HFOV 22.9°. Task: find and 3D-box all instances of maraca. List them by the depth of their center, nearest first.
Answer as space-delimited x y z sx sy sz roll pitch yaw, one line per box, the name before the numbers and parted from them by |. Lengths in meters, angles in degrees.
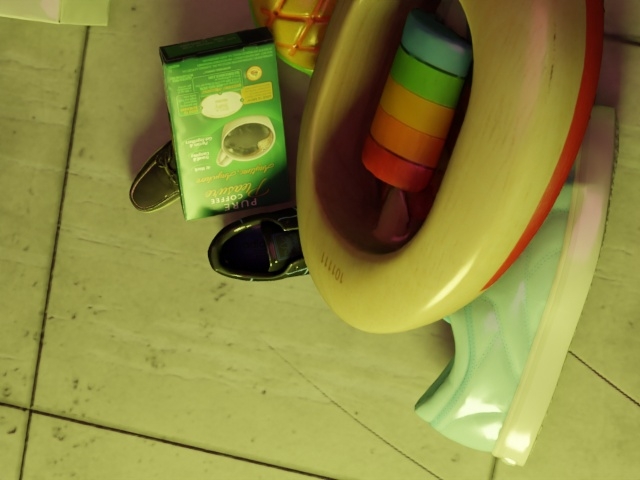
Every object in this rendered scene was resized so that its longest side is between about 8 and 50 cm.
maraca | 0.006 -0.214 1.549 0.127 0.099 0.186 -26 110 19

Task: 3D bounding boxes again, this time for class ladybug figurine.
ladybug figurine | 0.125 -0.123 1.418 0.305 0.161 0.449 48 127 42

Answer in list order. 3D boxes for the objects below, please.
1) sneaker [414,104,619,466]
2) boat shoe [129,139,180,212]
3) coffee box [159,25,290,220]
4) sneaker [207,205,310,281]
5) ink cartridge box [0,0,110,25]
sneaker | 0.183 0.035 1.530 0.150 0.135 0.366 17 99 5
boat shoe | -0.140 -0.084 1.615 0.152 0.049 0.056 -42 87 12
coffee box | -0.093 -0.112 1.552 0.113 0.040 0.184 -13 125 -9
sneaker | 0.000 0.000 1.580 0.232 0.090 0.081 -12 95 12
ink cartridge box | -0.326 -0.271 1.570 0.212 0.154 0.093 8 99 9
